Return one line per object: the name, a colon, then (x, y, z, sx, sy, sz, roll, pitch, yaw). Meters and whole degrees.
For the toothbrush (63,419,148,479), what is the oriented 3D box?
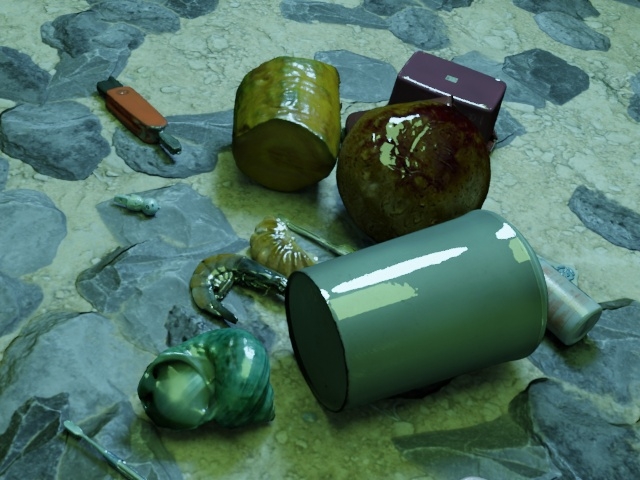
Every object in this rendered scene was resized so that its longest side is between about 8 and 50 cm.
toothbrush: (-0.313, 0.342, 1.216, 0.220, 0.019, 0.016, 30, 48, 17)

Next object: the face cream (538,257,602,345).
face cream: (0.432, 0.091, 1.581, 0.101, 0.101, 0.252, -24, 53, -32)

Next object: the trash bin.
trash bin: (0.181, 0.116, 1.381, 0.432, 0.280, 0.280, -15, 49, -21)

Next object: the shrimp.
shrimp: (-0.146, 0.095, 1.492, 0.217, 0.051, 0.150, 17, 46, 16)

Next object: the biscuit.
biscuit: (-0.075, 0.018, 1.571, 0.118, 0.061, 0.183, -22, 56, -27)

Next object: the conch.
conch: (-0.165, 0.234, 1.285, 0.202, 0.134, 0.196, 30, 87, 11)

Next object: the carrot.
carrot: (-0.071, -0.268, 1.740, 0.242, 0.241, 0.340, 6, 46, -6)

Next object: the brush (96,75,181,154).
brush: (-0.416, -0.282, 1.822, 0.070, 0.051, 0.323, -20, 48, -37)

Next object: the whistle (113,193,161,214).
whistle: (-0.374, -0.076, 1.624, 0.100, 0.035, 0.035, 14, 43, 4)

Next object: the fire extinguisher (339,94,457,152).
fire extinguisher: (0.150, -0.276, 1.852, 0.337, 0.106, 0.147, -6, 57, 16)

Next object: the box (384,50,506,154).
box: (0.303, -0.328, 1.941, 0.294, 0.167, 0.193, 23, 46, 12)

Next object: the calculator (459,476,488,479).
calculator: (0.278, 0.437, 1.242, 0.166, 0.024, 0.103, 36, 48, 24)

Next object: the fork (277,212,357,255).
fork: (0.001, -0.004, 1.636, 0.219, 0.028, 0.034, 32, 52, 20)

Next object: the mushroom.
mushroom: (0.197, -0.138, 1.654, 0.345, 0.239, 0.345, -1, 80, 4)

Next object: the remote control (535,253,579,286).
remote control: (0.481, 0.068, 1.664, 0.122, 0.032, 0.074, 19, 43, 6)
